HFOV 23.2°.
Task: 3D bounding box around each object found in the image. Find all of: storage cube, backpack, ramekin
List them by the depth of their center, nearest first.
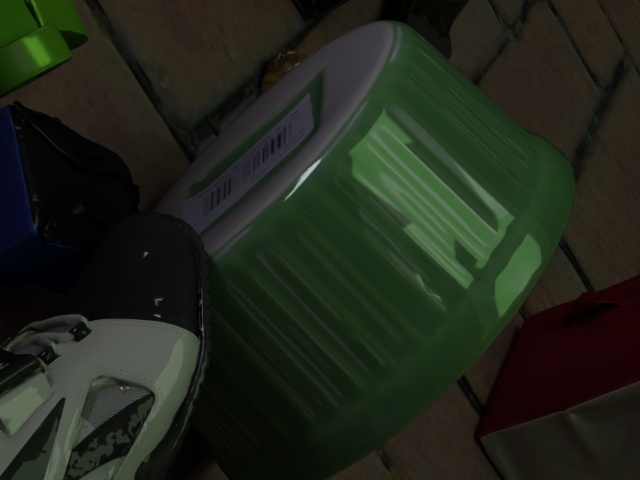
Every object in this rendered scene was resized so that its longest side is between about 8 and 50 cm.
[{"bbox_3d":[-0.169,-0.019,0.938,0.120,0.101,0.098,17,57,-56],"label":"backpack"},{"bbox_3d":[0.000,0.000,1.003,0.148,0.303,0.303,45,35,-16],"label":"ramekin"},{"bbox_3d":[0.280,0.165,1.410,0.215,0.183,0.193,56,33,-16],"label":"storage cube"}]

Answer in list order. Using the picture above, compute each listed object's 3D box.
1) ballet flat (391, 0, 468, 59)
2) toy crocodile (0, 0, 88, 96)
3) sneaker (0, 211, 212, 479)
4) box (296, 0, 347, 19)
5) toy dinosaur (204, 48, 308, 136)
[{"bbox_3d":[0.102,-0.224,1.555,0.084,0.058,0.250,30,34,-12],"label":"ballet flat"},{"bbox_3d":[-0.249,-0.107,0.897,0.115,0.105,0.340,59,35,-7],"label":"toy crocodile"},{"bbox_3d":[-0.163,0.104,0.795,0.146,0.122,0.331,35,57,-25],"label":"sneaker"},{"bbox_3d":[0.104,-0.382,1.426,0.183,0.296,0.294,56,32,-14],"label":"box"},{"bbox_3d":[-0.039,-0.084,1.242,0.112,0.064,0.211,38,27,-8],"label":"toy dinosaur"}]
